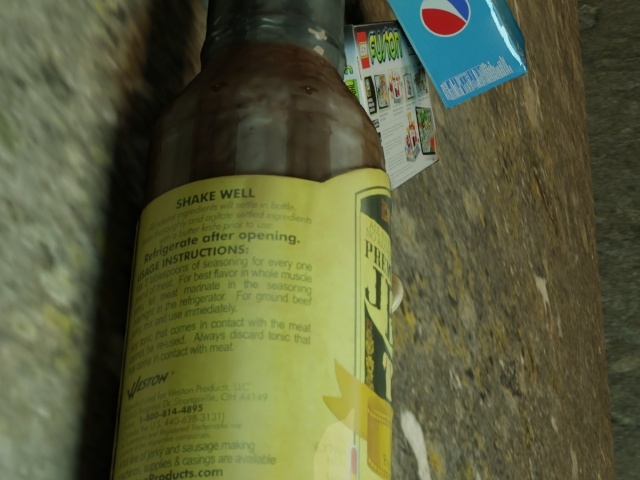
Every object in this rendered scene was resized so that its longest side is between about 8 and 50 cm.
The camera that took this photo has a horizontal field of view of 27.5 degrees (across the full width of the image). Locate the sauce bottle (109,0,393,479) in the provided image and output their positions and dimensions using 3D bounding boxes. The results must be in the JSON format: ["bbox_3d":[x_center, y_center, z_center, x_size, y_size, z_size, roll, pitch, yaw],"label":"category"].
[{"bbox_3d":[-0.024,0.010,0.544,0.111,0.111,0.344,53,35,-59],"label":"sauce bottle"}]

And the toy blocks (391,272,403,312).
[{"bbox_3d":[0.000,0.000,0.720,0.123,0.054,0.148,-75,152,-52],"label":"toy blocks"}]

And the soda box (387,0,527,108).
[{"bbox_3d":[0.073,-0.204,0.926,0.210,0.067,0.071,59,20,-23],"label":"soda box"}]

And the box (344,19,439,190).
[{"bbox_3d":[0.041,-0.096,0.919,0.207,0.036,0.114,-32,114,-71],"label":"box"}]
